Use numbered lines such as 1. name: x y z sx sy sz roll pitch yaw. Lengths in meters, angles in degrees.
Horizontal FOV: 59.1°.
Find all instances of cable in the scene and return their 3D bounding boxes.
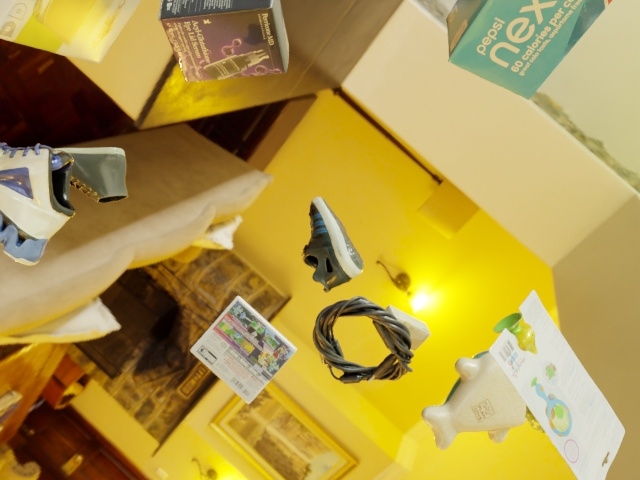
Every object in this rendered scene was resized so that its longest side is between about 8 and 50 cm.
1. cable: 0.066 0.158 0.856 0.047 0.150 0.185 -65 154 -48

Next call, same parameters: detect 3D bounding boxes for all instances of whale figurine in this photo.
1. whale figurine: 0.354 0.361 1.291 0.271 0.216 0.141 -30 -173 -7

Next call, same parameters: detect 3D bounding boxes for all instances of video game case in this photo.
1. video game case: -0.191 0.272 1.405 0.183 0.201 0.023 -48 176 2

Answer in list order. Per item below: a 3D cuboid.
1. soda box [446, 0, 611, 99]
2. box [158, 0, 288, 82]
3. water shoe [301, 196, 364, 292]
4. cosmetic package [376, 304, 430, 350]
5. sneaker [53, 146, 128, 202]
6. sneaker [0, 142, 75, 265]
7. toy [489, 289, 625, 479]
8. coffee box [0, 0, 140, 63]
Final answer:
1. soda box: 0.163 -0.197 0.348 0.210 0.071 0.067 123 -17 -44
2. box: -0.172 -0.395 1.053 0.153 0.206 0.108 75 13 -58
3. water shoe: 0.000 0.000 0.872 0.080 0.073 0.203 -35 -150 7
4. cosmetic package: 0.181 0.195 1.253 0.060 0.115 0.041 -53 -153 21
5. sneaker: -0.545 -0.138 1.256 0.221 0.118 0.083 -8 172 -15
6. sneaker: -0.547 -0.131 1.001 0.182 0.316 0.127 -40 -174 -1
7. toy: 0.297 0.200 0.735 0.137 0.237 0.056 -38 -172 -38
8. coffee box: -0.397 -0.490 0.746 0.338 0.338 0.334 -52 -173 9
